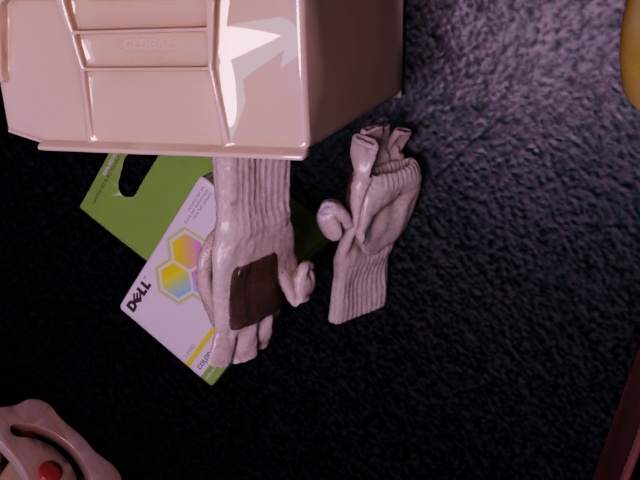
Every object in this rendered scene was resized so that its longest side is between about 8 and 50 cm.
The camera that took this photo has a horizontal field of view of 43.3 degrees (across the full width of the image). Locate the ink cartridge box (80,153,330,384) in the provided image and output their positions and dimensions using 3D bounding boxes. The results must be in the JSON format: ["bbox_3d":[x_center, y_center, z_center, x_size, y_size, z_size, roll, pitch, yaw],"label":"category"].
[{"bbox_3d":[-0.145,-0.008,0.836,0.255,0.097,0.189,39,117,5],"label":"ink cartridge box"}]

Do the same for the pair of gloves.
[{"bbox_3d":[0.000,0.000,0.712,0.042,0.240,0.204,31,120,39],"label":"pair of gloves"}]

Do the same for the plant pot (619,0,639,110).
[{"bbox_3d":[0.283,-0.145,0.614,0.134,0.134,0.095,29,139,10],"label":"plant pot"}]

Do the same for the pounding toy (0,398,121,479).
[{"bbox_3d":[-0.353,0.343,1.005,0.269,0.154,0.155,42,117,4],"label":"pounding toy"}]

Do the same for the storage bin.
[{"bbox_3d":[-0.083,-0.160,0.668,0.260,0.262,0.123,5,111,20],"label":"storage bin"}]

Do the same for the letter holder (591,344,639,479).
[{"bbox_3d":[0.314,0.187,0.634,0.152,0.214,0.302,16,120,16],"label":"letter holder"}]
